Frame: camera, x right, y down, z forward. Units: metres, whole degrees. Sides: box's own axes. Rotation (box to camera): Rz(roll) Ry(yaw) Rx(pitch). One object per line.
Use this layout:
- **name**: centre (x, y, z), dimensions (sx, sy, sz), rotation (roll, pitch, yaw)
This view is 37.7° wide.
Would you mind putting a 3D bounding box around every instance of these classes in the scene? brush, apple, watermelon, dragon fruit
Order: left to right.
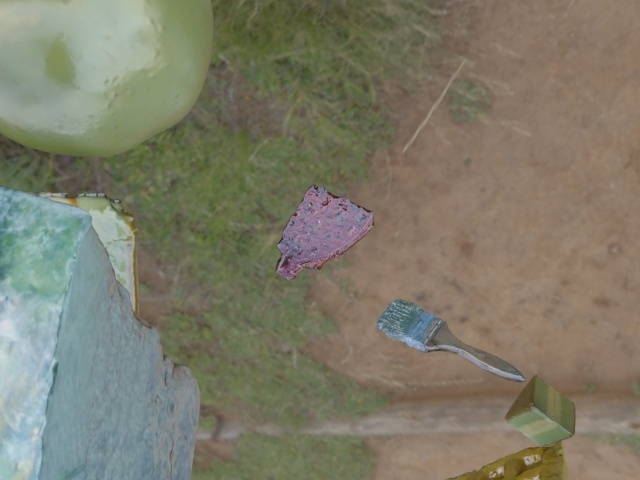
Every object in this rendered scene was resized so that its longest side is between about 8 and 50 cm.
- **watermelon**: centre (-0.177, 0.120, 0.525), dimensions (0.387, 0.258, 0.228), rotation (-38, 65, 37)
- **apple**: centre (-0.300, -0.269, 1.135), dimensions (0.357, 0.357, 0.357), rotation (19, 141, 16)
- **dragon fruit**: centre (0.000, -0.001, 1.199), dimensions (0.097, 0.131, 0.063), rotation (31, 180, -3)
- **brush**: centre (0.166, 0.131, 1.175), dimensions (0.196, 0.070, 0.021), rotation (24, 129, 17)

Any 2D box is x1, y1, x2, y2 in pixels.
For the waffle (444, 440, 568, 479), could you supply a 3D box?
- **waffle**: centre (0.188, 0.344, 1.154), dimensions (0.247, 0.221, 0.055), rotation (-25, 93, 18)

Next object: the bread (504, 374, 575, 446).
- **bread**: centre (0.316, 0.225, 1.279), dimensions (0.074, 0.084, 0.139), rotation (37, 164, 9)

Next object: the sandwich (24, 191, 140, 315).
- **sandwich**: centre (-0.237, 0.101, 0.806), dimensions (0.155, 0.198, 0.227), rotation (-2, 152, -25)
